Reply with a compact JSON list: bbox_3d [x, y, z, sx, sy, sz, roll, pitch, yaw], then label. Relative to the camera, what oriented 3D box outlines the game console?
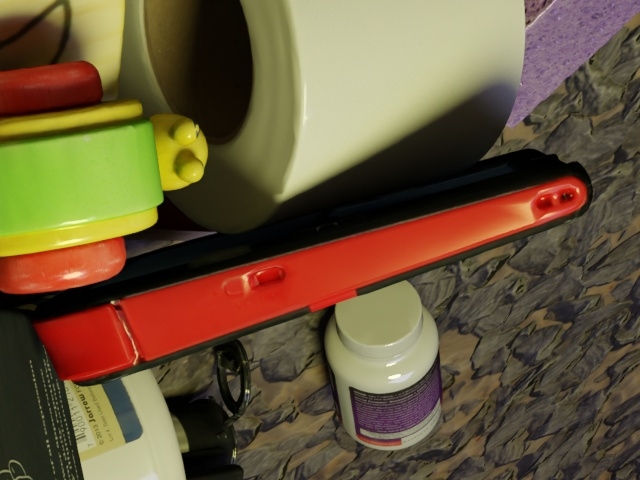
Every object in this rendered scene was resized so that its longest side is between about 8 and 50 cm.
[{"bbox_3d":[0.000,0.000,1.205,0.342,0.060,0.386,-20,-176,5],"label":"game console"}]

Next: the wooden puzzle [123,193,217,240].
[{"bbox_3d":[-0.107,-0.075,1.323,0.238,0.044,0.221,-4,137,-44],"label":"wooden puzzle"}]

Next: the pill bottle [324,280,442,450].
[{"bbox_3d":[0.060,0.112,1.703,0.108,0.108,0.193,-30,150,-12],"label":"pill bottle"}]

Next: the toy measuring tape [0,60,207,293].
[{"bbox_3d":[-0.184,-0.020,0.849,0.330,0.121,0.121,-13,143,-37],"label":"toy measuring tape"}]

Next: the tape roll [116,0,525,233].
[{"bbox_3d":[-0.012,-0.140,1.130,0.169,0.246,0.246,-17,145,-31],"label":"tape roll"}]

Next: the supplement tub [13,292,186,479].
[{"bbox_3d":[-0.282,0.189,1.328,0.316,0.228,0.228,-20,146,-27],"label":"supplement tub"}]

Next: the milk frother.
[{"bbox_3d":[-0.135,0.160,1.597,0.135,0.129,0.143,-3,93,-45],"label":"milk frother"}]

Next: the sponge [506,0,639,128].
[{"bbox_3d":[0.207,-0.188,1.510,0.210,0.031,0.117,-44,150,12],"label":"sponge"}]

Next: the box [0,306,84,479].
[{"bbox_3d":[-0.250,0.196,0.982,0.212,0.293,0.395,-12,176,-1],"label":"box"}]

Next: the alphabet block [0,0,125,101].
[{"bbox_3d":[-0.227,-0.164,0.920,0.197,0.193,0.192,-22,149,-25],"label":"alphabet block"}]
